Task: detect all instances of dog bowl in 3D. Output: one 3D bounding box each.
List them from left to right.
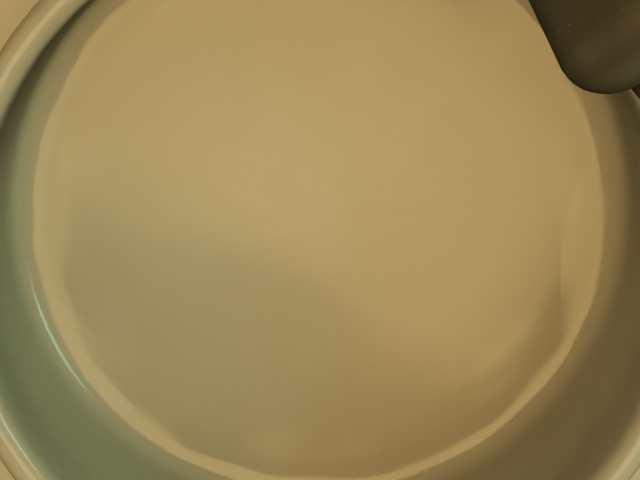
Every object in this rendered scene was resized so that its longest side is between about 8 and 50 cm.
[{"bbox_3d":[0.000,0.000,0.658,0.265,0.104,0.265,0,104,-1],"label":"dog bowl"}]

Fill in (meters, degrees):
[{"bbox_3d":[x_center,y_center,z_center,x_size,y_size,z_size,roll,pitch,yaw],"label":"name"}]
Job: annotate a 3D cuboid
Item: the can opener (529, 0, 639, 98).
[{"bbox_3d":[0.039,-0.156,0.581,0.095,0.076,0.283,-36,64,33],"label":"can opener"}]
